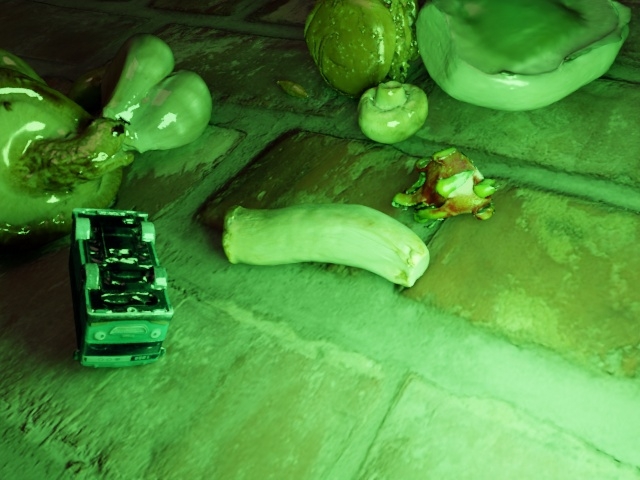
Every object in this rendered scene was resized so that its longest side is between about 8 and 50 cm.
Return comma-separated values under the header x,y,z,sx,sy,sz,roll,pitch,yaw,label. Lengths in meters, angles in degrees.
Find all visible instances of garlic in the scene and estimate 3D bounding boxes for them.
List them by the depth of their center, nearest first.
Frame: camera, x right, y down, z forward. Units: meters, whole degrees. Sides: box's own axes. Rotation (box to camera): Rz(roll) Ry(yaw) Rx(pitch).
x,y,z,sx,sy,sz,roll,pitch,yaw,label
-0.370,-0.318,1.427,0.245,0.231,0.340,-61,26,10,garlic

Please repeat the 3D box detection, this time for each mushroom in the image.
x,y,z,sx,sy,sz,roll,pitch,yaw,label
0.000,0.000,1.013,0.351,0.095,0.122,6,65,22,mushroom
-0.525,-0.147,1.148,0.345,0.345,0.260,-41,29,-28,mushroom
0.138,-0.251,1.234,0.148,0.112,0.148,-3,36,2,mushroom

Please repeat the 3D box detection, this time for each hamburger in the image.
x,y,z,sx,sy,sz,roll,pitch,yaw,label
0.107,-0.447,1.381,0.260,0.245,0.211,47,54,6,hamburger

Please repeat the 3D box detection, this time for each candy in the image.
x,y,z,sx,sy,sz,roll,pitch,yaw,label
0.406,-0.403,1.276,0.427,0.186,0.386,-22,51,-14,candy

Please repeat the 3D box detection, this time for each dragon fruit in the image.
x,y,z,sx,sy,sz,roll,pitch,yaw,label
0.206,-0.078,1.035,0.175,0.138,0.142,-31,-6,23,dragon fruit

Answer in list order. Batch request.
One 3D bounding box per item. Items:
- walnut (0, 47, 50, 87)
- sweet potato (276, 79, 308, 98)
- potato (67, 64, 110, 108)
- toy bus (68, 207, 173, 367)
x,y,z,sx,sy,sz,roll,pitch,yaw,label
-0.702,-0.271,1.334,0.313,0.252,0.277,41,46,9,walnut
-0.060,-0.343,1.448,0.095,0.034,0.034,34,59,28,sweet potato
-0.534,-0.384,1.577,0.188,0.085,0.105,-35,8,-30,potato
-0.310,0.070,0.966,0.128,0.147,0.256,2,35,-27,toy bus
